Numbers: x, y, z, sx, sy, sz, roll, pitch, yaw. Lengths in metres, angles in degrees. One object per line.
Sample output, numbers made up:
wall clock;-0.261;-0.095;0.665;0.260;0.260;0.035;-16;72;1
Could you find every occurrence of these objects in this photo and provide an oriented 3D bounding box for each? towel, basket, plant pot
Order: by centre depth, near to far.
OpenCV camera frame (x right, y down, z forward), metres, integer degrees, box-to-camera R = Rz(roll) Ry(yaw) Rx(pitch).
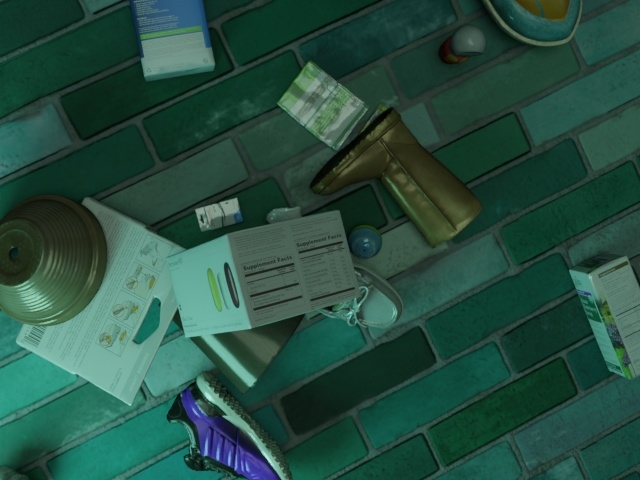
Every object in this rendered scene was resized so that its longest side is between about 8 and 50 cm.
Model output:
plant pot;-0.505;0.028;1.454;0.237;0.109;0.238;-3;79;16
basket;-0.172;0.136;1.541;0.226;0.154;0.204;38;75;-5
towel;0.006;-0.262;1.610;0.152;0.023;0.113;37;86;-9
towel;0.117;-0.222;1.636;0.060;0.009;0.083;33;87;-8

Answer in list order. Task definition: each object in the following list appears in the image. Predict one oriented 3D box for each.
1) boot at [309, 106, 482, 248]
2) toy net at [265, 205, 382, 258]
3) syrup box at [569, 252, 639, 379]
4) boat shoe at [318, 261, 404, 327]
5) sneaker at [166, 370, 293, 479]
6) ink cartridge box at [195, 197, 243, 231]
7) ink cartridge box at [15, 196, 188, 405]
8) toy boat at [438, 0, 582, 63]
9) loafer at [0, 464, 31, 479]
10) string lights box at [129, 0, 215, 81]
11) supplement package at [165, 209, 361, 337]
boot;0.148;-0.087;1.609;0.236;0.089;0.269;-41;103;4
toy net;0.000;0.000;1.616;0.232;0.045;0.122;22;118;-7
syrup box;0.604;0.150;1.688;0.096;0.093;0.237;-25;96;-6
boat shoe;0.010;0.086;1.570;0.320;0.103;0.118;30;113;-7
sneaker;-0.179;0.400;1.582;0.146;0.102;0.293;-40;93;-1
ink cartridge box;-0.194;-0.049;1.586;0.083;0.028;0.048;-16;95;-7
ink cartridge box;-0.374;0.108;1.501;0.261;0.066;0.296;26;89;14
toy boat;0.362;-0.452;1.593;0.318;0.148;0.267;-43;98;-5
loafer;-0.633;0.562;1.520;0.111;0.112;0.320;34;88;27
string lights box;-0.283;-0.437;1.529;0.133;0.077;0.260;-11;94;-9
supplement package;-0.100;0.058;1.345;0.203;0.261;0.145;-13;88;-32
